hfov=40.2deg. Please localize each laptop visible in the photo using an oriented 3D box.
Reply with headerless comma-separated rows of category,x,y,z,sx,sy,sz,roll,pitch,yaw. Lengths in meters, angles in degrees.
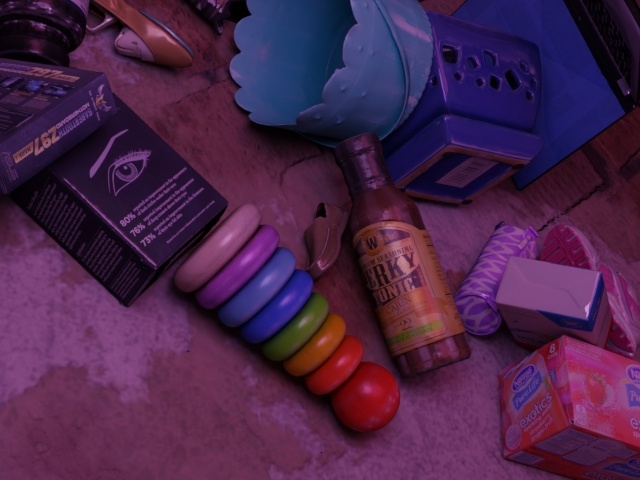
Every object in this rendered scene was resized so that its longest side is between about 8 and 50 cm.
laptop,0.336,-0.350,1.426,0.382,0.236,0.408,69,11,21

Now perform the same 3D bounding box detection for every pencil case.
pencil case,0.276,0.058,1.362,0.086,0.088,0.206,48,47,-11

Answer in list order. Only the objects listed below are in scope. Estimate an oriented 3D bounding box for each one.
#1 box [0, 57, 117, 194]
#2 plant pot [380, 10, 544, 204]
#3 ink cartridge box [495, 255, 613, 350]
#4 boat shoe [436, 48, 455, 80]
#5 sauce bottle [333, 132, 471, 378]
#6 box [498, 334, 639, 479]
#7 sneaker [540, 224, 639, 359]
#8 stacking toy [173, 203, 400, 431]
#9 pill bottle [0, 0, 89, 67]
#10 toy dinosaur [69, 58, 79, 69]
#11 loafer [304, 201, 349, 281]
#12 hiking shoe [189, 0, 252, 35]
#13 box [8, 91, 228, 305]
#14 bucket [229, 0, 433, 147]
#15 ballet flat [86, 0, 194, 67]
box,-0.376,-0.138,0.980,0.233,0.059,0.183,12,42,26
plant pot,0.203,-0.191,1.382,0.236,0.236,0.212,9,63,-30
ink cartridge box,0.353,0.113,1.297,0.231,0.134,0.078,50,56,-55
boat shoe,0.108,-0.383,1.527,0.319,0.099,0.116,20,53,-23
sauce bottle,0.104,0.018,1.230,0.111,0.111,0.344,-12,76,-38
box,0.426,0.266,1.284,0.300,0.154,0.142,20,52,-21
sneaker,0.461,0.086,1.470,0.111,0.103,0.252,-16,77,-44
stacking toy,-0.023,0.111,1.106,0.330,0.141,0.141,44,47,-8
pill bottle,-0.358,-0.315,1.120,0.123,0.123,0.219,13,69,-27
toy dinosaur,-0.342,-0.200,1.162,0.090,0.047,0.082,5,62,8
loafer,0.000,0.000,1.240,0.050,0.056,0.148,32,38,-12
hiking shoe,-0.120,-0.401,1.411,0.227,0.086,0.114,-38,99,-37
box,-0.246,-0.052,1.068,0.207,0.108,0.153,44,47,-1
bucket,0.018,-0.275,1.285,0.183,0.281,0.281,9,56,-39
ballet flat,-0.288,-0.307,1.245,0.232,0.080,0.073,39,75,-3
